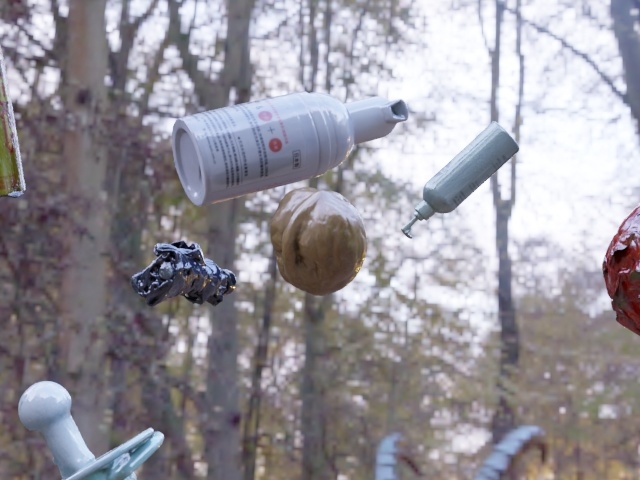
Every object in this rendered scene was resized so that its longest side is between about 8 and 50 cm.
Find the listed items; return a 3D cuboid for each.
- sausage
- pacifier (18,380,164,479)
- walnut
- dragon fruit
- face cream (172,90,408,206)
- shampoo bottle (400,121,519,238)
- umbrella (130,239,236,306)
[{"bbox_3d":[-0.495,-0.207,1.708,0.117,0.317,0.125,-9,3,-31],"label":"sausage"},{"bbox_3d":[-0.450,0.376,2.231,0.288,0.269,0.343,-27,-2,-45],"label":"pacifier"},{"bbox_3d":[0.000,0.000,1.817,0.149,0.166,0.166,-23,4,-41],"label":"walnut"},{"bbox_3d":[0.617,0.049,2.054,0.277,0.277,0.342,-5,6,26],"label":"dragon fruit"},{"bbox_3d":[-0.041,-0.163,1.945,0.369,0.145,0.145,-14,-10,-22],"label":"face cream"},{"bbox_3d":[0.183,-0.078,1.654,0.195,0.056,0.056,-43,-24,0],"label":"shampoo bottle"},{"bbox_3d":[-0.168,0.042,1.563,0.071,0.080,0.224,44,9,18],"label":"umbrella"}]
